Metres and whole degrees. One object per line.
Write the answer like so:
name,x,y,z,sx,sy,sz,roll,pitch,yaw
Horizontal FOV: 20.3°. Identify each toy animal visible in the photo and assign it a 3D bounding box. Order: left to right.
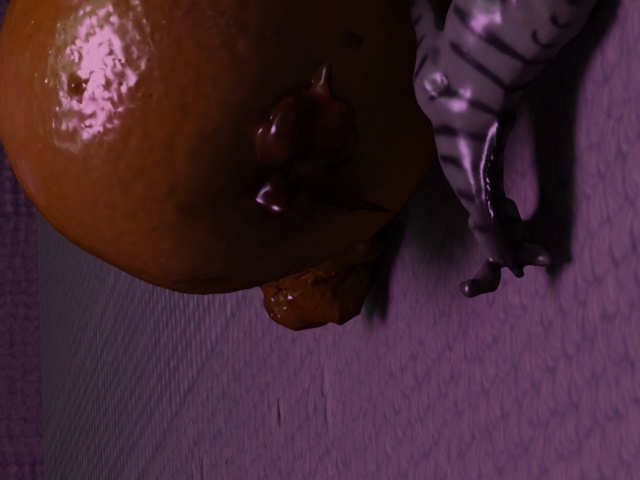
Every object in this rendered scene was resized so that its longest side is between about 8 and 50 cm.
toy animal,0.095,-0.096,0.899,0.217,0.073,0.176,114,147,-43

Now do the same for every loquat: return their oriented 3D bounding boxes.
loquat,-0.052,-0.101,1.028,0.275,0.275,0.275,-178,90,-74

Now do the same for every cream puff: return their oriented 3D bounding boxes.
cream puff,0.000,0.000,1.190,0.122,0.094,0.116,-67,12,-13
